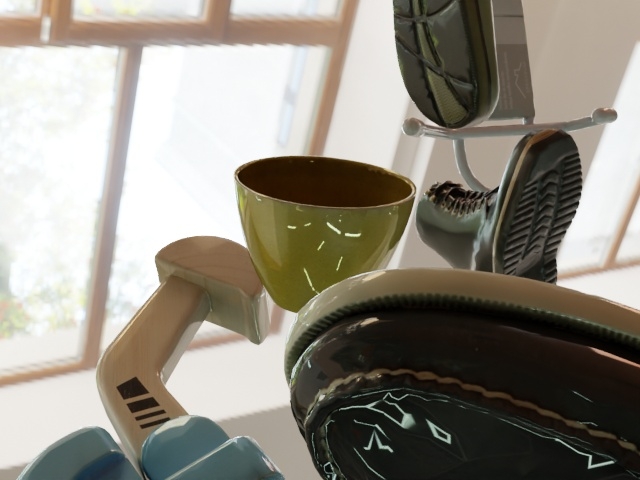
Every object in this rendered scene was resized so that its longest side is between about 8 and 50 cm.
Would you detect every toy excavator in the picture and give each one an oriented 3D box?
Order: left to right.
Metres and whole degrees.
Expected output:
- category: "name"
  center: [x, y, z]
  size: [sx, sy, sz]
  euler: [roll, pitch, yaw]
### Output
- category: "toy excavator"
  center: [-0.149, 0.212, 0.976]
  size: [0.433, 0.222, 0.445]
  euler: [-29, -128, -23]

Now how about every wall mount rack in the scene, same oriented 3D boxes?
- category: "wall mount rack"
  center: [0.165, -0.216, 1.126]
  size: [0.304, 0.350, 0.130]
  euler: [-7, 180, -32]

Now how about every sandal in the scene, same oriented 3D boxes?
- category: "sandal"
  center: [0.106, -0.239, 0.843]
  size: [0.086, 0.303, 0.120]
  euler: [-19, -153, -28]

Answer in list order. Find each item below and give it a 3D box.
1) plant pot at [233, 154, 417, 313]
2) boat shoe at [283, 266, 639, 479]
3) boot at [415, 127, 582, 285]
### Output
- category: "plant pot"
  center: [0.000, 0.000, 0.806]
  size: [0.134, 0.095, 0.134]
  euler: [4, -160, -1]
- category: "boat shoe"
  center: [0.127, 0.135, 0.345]
  size: [0.340, 0.127, 0.113]
  euler: [37, -139, -18]
- category: "boot"
  center: [0.125, -0.029, 0.856]
  size: [0.077, 0.198, 0.137]
  euler: [-22, -131, -27]
